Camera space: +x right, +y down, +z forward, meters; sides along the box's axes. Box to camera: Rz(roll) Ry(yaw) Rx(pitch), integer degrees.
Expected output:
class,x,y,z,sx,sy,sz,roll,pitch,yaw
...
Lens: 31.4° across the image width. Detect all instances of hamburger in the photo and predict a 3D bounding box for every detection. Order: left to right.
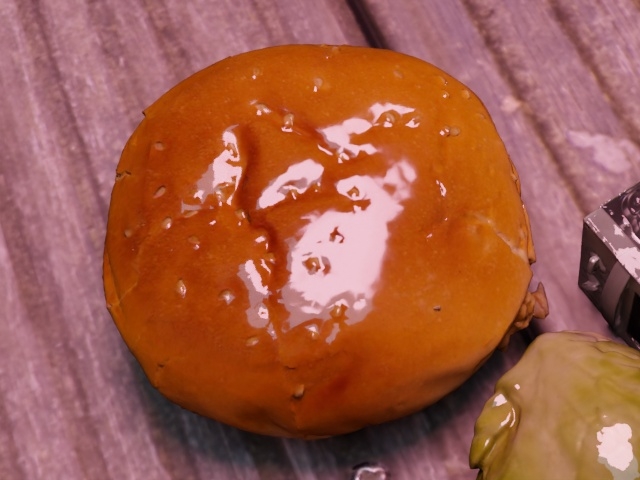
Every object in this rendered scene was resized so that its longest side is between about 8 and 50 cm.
class,x,y,z,sx,sy,sz,roll,pitch,yaw
hamburger,0.000,0.000,0.825,0.314,0.170,0.290,-6,69,5

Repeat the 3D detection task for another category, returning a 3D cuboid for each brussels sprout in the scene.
class,x,y,z,sx,sy,sz,roll,pitch,yaw
brussels sprout,0.183,0.150,0.743,0.145,0.131,0.183,7,64,37

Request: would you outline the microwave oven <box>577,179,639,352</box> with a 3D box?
class,x,y,z,sx,sy,sz,roll,pitch,yaw
microwave oven,0.296,0.043,0.775,0.162,0.122,0.208,-32,63,-6
